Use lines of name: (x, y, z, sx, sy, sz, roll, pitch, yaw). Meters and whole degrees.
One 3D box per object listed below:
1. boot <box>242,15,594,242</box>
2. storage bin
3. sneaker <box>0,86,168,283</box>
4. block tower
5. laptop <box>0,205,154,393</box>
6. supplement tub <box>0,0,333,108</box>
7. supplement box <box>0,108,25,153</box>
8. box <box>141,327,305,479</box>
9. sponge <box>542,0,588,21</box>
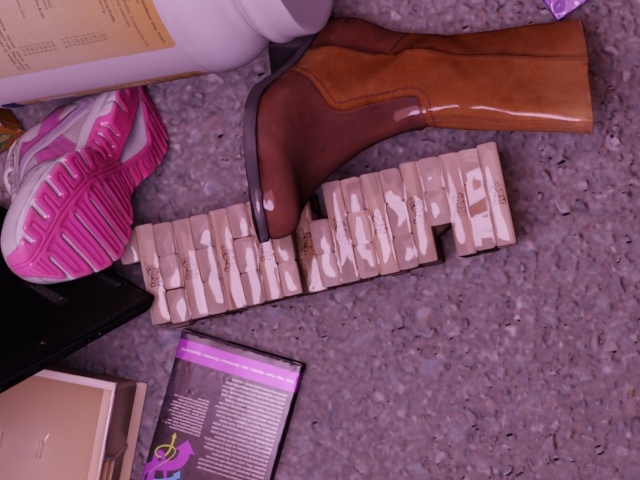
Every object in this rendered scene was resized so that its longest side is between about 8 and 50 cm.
boot: (0.085, -0.093, 1.265, 0.280, 0.264, 0.096, 3, 128, 10)
storage bin: (-0.314, 0.225, 1.353, 0.262, 0.123, 0.260, 11, 90, 8)
sneaker: (-0.222, -0.043, 1.315, 0.111, 0.252, 0.103, -15, 118, 24)
block tower: (0.000, 0.000, 1.330, 0.335, 0.091, 0.097, -12, 86, 9)
laptop: (-0.426, 0.123, 1.266, 0.382, 0.408, 0.236, 29, 123, 23)
supplement tub: (-0.166, -0.241, 1.268, 0.316, 0.228, 0.228, -7, 87, 20)
supplement box: (-0.377, -0.169, 1.398, 0.080, 0.078, 0.233, -42, 82, 5)
box: (-0.090, 0.172, 1.369, 0.116, 0.029, 0.162, 16, 89, 9)
sponge: (0.199, -0.309, 1.340, 0.117, 0.031, 0.210, -35, 85, 7)
